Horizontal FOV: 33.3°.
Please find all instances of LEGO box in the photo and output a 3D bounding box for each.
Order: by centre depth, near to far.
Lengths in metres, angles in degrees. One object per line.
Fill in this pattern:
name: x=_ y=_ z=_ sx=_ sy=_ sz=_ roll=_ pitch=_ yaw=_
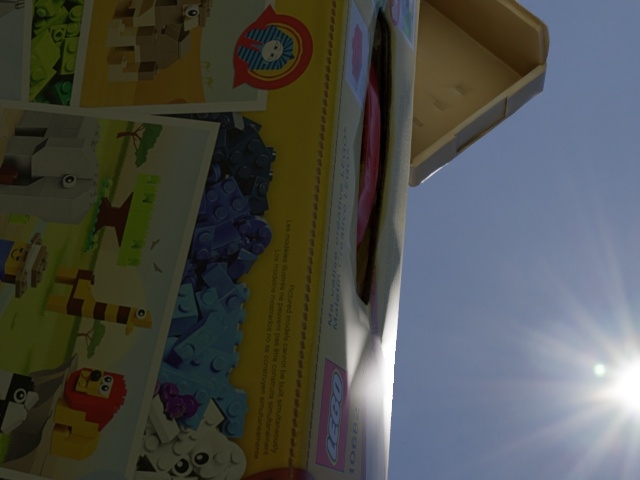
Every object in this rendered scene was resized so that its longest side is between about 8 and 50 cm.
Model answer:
LEGO box: x=-0.142 y=-0.052 z=0.684 sx=0.372 sy=0.193 sz=0.501 roll=0 pitch=-106 yaw=16

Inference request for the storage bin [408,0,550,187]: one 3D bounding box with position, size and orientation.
storage bin: x=0.127 y=-0.243 z=1.439 sx=0.262 sy=0.123 sz=0.260 roll=-37 pitch=-118 yaw=-17
